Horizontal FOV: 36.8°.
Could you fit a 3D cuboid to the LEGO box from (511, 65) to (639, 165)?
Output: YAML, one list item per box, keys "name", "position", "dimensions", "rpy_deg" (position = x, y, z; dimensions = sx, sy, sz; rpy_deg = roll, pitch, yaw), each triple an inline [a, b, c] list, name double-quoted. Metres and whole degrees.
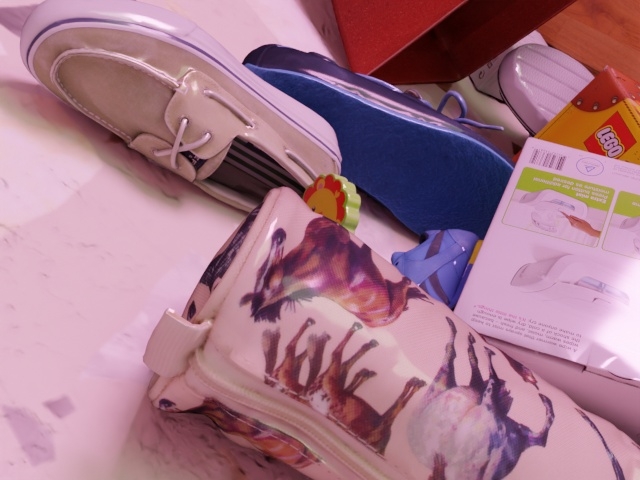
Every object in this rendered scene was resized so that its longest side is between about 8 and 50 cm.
- name: "LEGO box"
  position: [0.466, 0.086, 1.082]
  dimensions: [0.373, 0.193, 0.500]
  rpy_deg: [18, 40, -34]

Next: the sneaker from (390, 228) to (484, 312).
- name: "sneaker"
  position: [0.087, 0.056, 0.844]
  dimensions: [0.082, 0.069, 0.209]
  rpy_deg: [15, 37, 18]

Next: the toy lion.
- name: "toy lion"
  position: [0.000, 0.000, 0.766]
  dimensions: [0.034, 0.096, 0.100]
  rpy_deg: [17, 44, -35]

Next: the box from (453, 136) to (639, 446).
- name: "box"
  position: [0.257, 0.059, 0.787]
  dimensions: [0.262, 0.126, 0.231]
  rpy_deg: [17, 52, 16]

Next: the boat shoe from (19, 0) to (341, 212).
- name: "boat shoe"
  position: [-0.094, -0.096, 0.774]
  dimensions: [0.302, 0.109, 0.094]
  rpy_deg: [22, 39, -34]

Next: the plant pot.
- name: "plant pot"
  position: [0.154, -0.357, 1.150]
  dimensions: [0.267, 0.267, 0.235]
  rpy_deg: [-14, 75, -53]

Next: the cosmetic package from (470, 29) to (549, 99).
- name: "cosmetic package"
  position: [0.255, -0.305, 1.415]
  dimensions: [0.117, 0.085, 0.231]
  rpy_deg: [15, 43, -37]

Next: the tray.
- name: "tray"
  position: [0.412, -0.336, 1.386]
  dimensions: [0.076, 0.202, 0.411]
  rpy_deg: [22, 17, -29]

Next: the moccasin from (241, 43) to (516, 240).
- name: "moccasin"
  position: [0.080, -0.107, 0.948]
  dimensions: [0.342, 0.137, 0.116]
  rpy_deg: [31, 30, -20]

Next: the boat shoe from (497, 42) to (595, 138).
- name: "boat shoe"
  position: [0.334, -0.137, 1.284]
  dimensions: [0.335, 0.119, 0.121]
  rpy_deg: [31, 63, -30]

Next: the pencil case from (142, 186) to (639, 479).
- name: "pencil case"
  position: [0.076, 0.135, 0.636]
  dimensions: [0.410, 0.160, 0.183]
  rpy_deg: [36, 18, -11]
